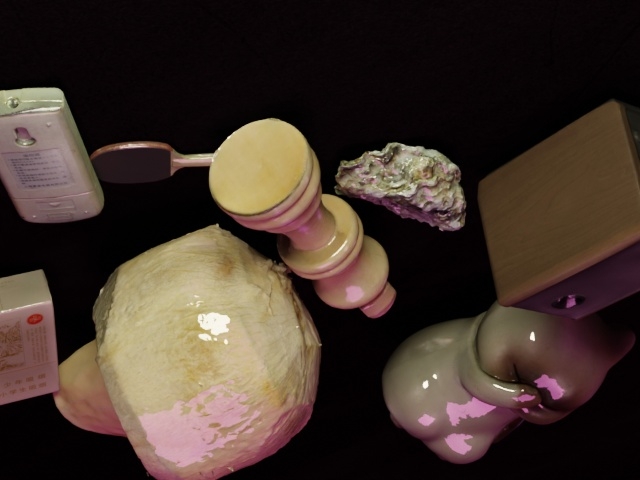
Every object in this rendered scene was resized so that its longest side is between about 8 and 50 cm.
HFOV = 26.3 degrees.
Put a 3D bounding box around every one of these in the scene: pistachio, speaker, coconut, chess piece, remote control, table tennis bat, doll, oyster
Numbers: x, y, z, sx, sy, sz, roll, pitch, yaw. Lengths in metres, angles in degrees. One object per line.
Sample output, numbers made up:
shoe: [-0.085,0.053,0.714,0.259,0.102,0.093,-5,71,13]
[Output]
pistachio: [-0.213,0.200,1.910,0.299,0.187,0.187,-6,156,5]
speaker: [0.319,-0.027,1.590,0.153,0.193,0.231,12,149,-39]
coconut: [-0.131,0.134,1.675,0.254,0.297,0.297,-23,155,-3]
chess piece: [0.000,0.000,1.611,0.117,0.117,0.397,-16,151,15]
remote control: [-0.295,-0.085,1.441,0.098,0.038,0.233,-6,154,0]
table tennis bat: [-0.178,-0.086,1.512,0.156,0.013,0.087,-4,154,-10]
doll: [0.255,0.194,2.023,0.370,0.226,0.215,-26,116,41]
oyster: [0.100,-0.060,1.599,0.177,0.064,0.125,8,157,-12]

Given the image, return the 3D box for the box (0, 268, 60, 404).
box: [-0.412,0.133,1.767,0.141,0.058,0.201,-13,143,-16]
